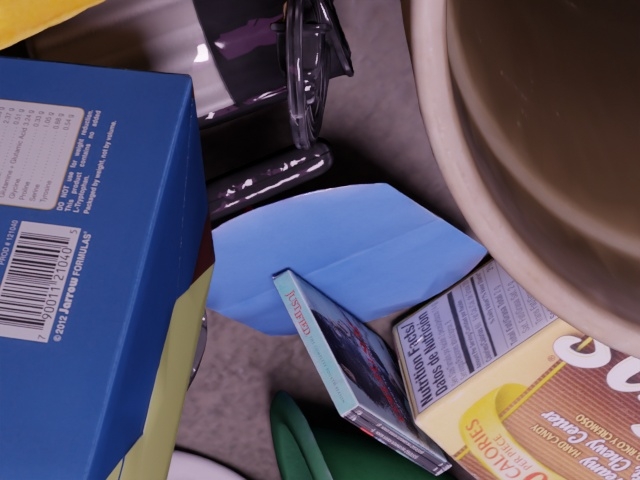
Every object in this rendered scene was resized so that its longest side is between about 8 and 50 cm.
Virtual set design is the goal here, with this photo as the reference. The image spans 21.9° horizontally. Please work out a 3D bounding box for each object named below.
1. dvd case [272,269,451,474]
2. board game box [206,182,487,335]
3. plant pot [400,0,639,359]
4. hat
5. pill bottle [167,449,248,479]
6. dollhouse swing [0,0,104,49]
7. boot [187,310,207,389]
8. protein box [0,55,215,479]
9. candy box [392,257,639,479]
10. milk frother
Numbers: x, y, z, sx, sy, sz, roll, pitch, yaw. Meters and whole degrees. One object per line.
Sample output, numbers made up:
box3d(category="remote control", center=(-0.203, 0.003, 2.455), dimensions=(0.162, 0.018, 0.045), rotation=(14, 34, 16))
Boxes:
box3d(category="dvd case", center=(0.023, 0.069, 0.850), dimensions=(0.013, 0.087, 0.119), rotation=(-34, 147, 10))
box3d(category="board game box", center=(0.000, 0.000, 0.842), dimensions=(0.133, 0.033, 0.169), rotation=(-24, 152, 24))
box3d(category="plant pot", center=(0.173, -0.152, 0.635), dimensions=(0.323, 0.280, 0.323), rotation=(-3, 123, -5))
box3d(category="hat", center=(0.088, 0.150, 0.910), dimensions=(0.184, 0.173, 0.208), rotation=(-18, 127, -11))
box3d(category="pill bottle", center=(-0.114, 0.242, 0.945), dimensions=(0.131, 0.131, 0.229), rotation=(22, 118, -20))
box3d(category="dollhouse swing", center=(-0.229, -0.273, 0.640), dimensions=(0.315, 0.305, 0.346), rotation=(-33, 132, -36))
box3d(category="boot", center=(-0.185, 0.148, 0.848), dimensions=(0.118, 0.223, 0.338), rotation=(43, 84, 8))
box3d(category="protein box", center=(-0.162, 0.039, 0.664), dimensions=(0.201, 0.199, 0.136), rotation=(6, 145, 6))
box3d(category="candy box", center=(0.219, 0.036, 0.876), dimensions=(0.316, 0.087, 0.183), rotation=(-37, 121, 16))
box3d(category="milk frother", center=(-0.058, -0.079, 0.728), dimensions=(0.135, 0.129, 0.143), rotation=(-20, 167, 5))
